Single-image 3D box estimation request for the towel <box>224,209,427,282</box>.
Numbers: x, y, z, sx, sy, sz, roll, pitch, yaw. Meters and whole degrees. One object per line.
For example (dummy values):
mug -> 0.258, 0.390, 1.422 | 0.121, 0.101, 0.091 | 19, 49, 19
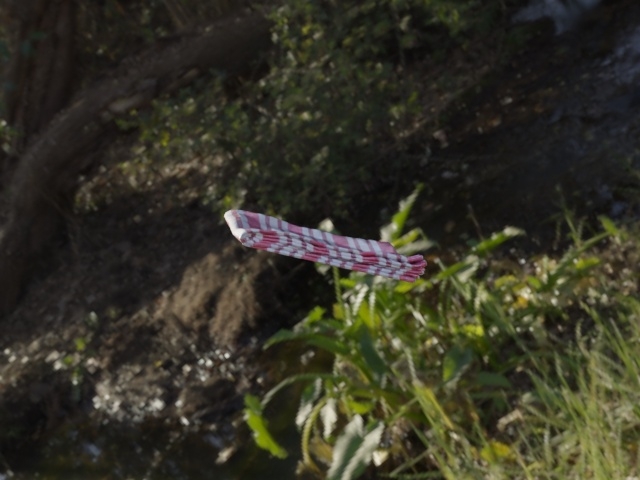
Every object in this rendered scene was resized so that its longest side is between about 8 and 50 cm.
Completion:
towel -> 0.000, 0.000, 0.957 | 0.144, 0.197, 0.029 | -145, 69, -74
